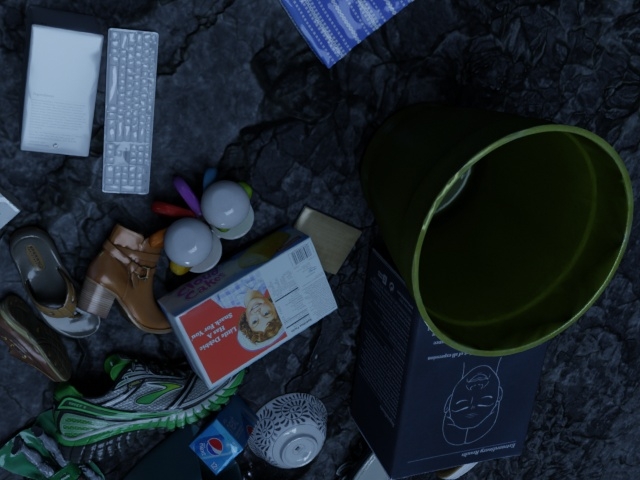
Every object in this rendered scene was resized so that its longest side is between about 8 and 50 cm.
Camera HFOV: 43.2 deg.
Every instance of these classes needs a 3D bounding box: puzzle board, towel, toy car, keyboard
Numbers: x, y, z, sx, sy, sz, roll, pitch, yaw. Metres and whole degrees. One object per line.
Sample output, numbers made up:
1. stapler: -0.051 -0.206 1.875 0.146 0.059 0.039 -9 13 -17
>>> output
1. puzzle board: 0.000 0.000 1.447 0.128 0.011 0.096 23 107 -30
2. towel: 0.080 -0.452 1.227 0.336 0.040 0.243 -38 123 0
3. toy car: -0.195 -0.040 1.279 0.136 0.159 0.182 43 84 6
4. keyboard: -0.290 -0.190 1.225 0.072 0.014 0.256 -1 116 -22

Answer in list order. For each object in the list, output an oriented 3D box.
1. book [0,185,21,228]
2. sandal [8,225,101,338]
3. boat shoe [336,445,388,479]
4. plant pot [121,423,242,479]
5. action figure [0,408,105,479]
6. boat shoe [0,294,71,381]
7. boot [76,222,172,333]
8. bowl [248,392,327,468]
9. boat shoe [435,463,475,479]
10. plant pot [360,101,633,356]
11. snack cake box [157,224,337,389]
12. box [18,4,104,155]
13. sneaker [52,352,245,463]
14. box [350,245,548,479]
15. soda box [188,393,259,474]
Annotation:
1. book: -0.533 -0.034 1.198 0.144 0.035 0.096 -41 120 3
2. sandal: -0.420 0.077 1.282 0.090 0.060 0.219 -23 122 -10
3. boat shoe: 0.082 0.513 1.708 0.095 0.079 0.255 7 115 -28
4. plant pot: -0.278 0.495 1.506 0.234 0.165 0.166 -35 124 4
5. action figure: -0.458 0.416 1.448 0.137 0.063 0.232 -35 127 -6
6. boat shoe: -0.473 0.166 1.310 0.060 0.064 0.178 -25 120 12
7. boot: -0.290 0.066 1.328 0.197 0.073 0.152 26 87 -49
8. bowl: -0.053 0.392 1.588 0.170 0.080 0.170 -9 119 -17
9. boat shoe: 0.367 0.428 1.770 0.277 0.098 0.096 -47 123 4
10. plant pot: 0.238 -0.065 1.305 0.366 0.353 0.367 -9 119 -18
11. snack cake box: -0.118 0.108 1.360 0.264 0.089 0.152 -31 119 -19
12. box: -0.360 -0.220 1.110 0.091 0.130 0.171 5 114 -24
13. sneaker: -0.288 0.254 1.389 0.343 0.134 0.146 -18 101 -24
14. box: 0.245 0.217 1.542 0.293 0.212 0.396 -4 117 -21
15. soda box: -0.167 0.337 1.434 0.067 0.210 0.071 -44 89 4
